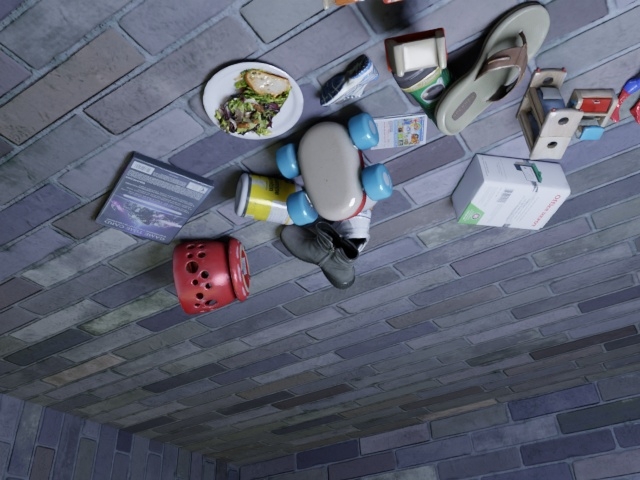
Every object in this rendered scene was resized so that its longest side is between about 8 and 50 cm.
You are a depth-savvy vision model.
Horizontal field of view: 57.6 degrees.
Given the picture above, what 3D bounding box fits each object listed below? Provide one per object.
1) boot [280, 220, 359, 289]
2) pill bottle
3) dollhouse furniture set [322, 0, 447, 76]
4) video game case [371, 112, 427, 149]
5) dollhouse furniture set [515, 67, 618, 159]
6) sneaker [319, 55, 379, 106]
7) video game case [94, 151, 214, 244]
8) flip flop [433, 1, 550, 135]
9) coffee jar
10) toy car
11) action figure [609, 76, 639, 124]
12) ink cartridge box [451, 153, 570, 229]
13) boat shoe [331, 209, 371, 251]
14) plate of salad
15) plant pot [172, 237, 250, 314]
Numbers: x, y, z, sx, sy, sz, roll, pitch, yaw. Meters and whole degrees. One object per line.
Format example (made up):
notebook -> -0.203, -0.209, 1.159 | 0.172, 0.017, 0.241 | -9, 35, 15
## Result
boot -> 0.000, 0.000, 1.428 | 0.083, 0.246, 0.161 | -40, 154, -26
pill bottle -> -0.103, -0.093, 1.362 | 0.184, 0.103, 0.103 | 9, 143, -18
dollhouse furniture set -> 0.135, -0.404, 0.918 | 0.262, 0.135, 0.259 | -9, 118, 7
video game case -> 0.168, -0.237, 1.263 | 0.122, 0.011, 0.087 | -5, 144, 3
dollhouse furniture set -> 0.514, -0.254, 1.165 | 0.184, 0.129, 0.129 | -1, 144, -2
sneaker -> 0.058, -0.297, 1.137 | 0.135, 0.052, 0.058 | -30, 141, 32
video game case -> -0.405, -0.091, 1.406 | 0.196, 0.026, 0.274 | 20, 139, -29
flip flop -> 0.321, -0.302, 1.064 | 0.277, 0.080, 0.112 | -48, 128, 8
coffee jar -> 0.216, -0.299, 1.120 | 0.096, 0.079, 0.184 | -31, 138, 25
toy car -> 0.062, -0.142, 1.282 | 0.219, 0.210, 0.238 | -18, 171, 25
action figure -> 0.670, -0.314, 1.098 | 0.091, 0.139, 0.280 | 2, 142, -9
ink cartridge box -> 0.450, -0.112, 1.391 | 0.219, 0.092, 0.160 | 5, 144, -12
boat shoe -> 0.072, -0.007, 1.460 | 0.095, 0.084, 0.258 | 1, 165, -2
plate of salad -> -0.134, -0.267, 1.163 | 0.200, 0.048, 0.200 | -3, 145, -2
plant pot -> -0.280, 0.091, 1.533 | 0.174, 0.191, 0.191 | -7, 144, 1
